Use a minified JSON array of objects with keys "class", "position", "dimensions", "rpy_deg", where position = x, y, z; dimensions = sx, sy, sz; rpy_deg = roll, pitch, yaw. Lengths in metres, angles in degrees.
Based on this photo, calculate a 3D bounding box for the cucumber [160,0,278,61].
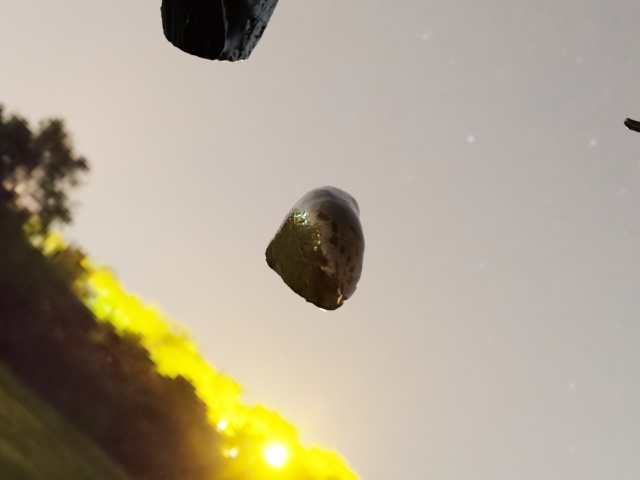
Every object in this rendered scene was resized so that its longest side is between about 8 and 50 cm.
[{"class":"cucumber","position":[-0.081,-0.247,1.209],"dimensions":[0.115,0.193,0.086],"rpy_deg":[16,28,0]}]

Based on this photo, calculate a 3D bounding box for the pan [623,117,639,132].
[{"class":"pan","position":[0.482,-0.139,1.832],"dimensions":[0.212,0.040,0.115],"rpy_deg":[12,37,-25]}]

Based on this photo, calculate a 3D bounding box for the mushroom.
[{"class":"mushroom","position":[-0.002,-0.001,1.269],"dimensions":[0.072,0.094,0.210],"rpy_deg":[32,10,-9]}]
